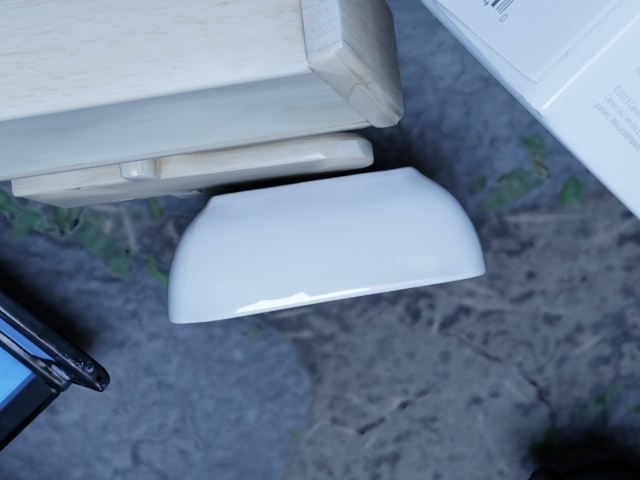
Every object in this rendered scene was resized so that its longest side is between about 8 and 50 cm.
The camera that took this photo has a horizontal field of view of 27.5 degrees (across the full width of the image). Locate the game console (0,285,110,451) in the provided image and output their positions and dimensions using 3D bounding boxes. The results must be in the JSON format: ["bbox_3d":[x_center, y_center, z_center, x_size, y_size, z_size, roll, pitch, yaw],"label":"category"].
[{"bbox_3d":[-0.177,0.053,0.626,0.122,0.107,0.071,41,73,-19],"label":"game console"}]

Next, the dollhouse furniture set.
[{"bbox_3d":[-0.079,-0.207,0.461,0.174,0.303,0.355,-7,84,11],"label":"dollhouse furniture set"}]

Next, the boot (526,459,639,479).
[{"bbox_3d":[0.283,0.143,0.668,0.348,0.131,0.260,32,110,-32],"label":"boot"}]

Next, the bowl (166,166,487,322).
[{"bbox_3d":[0.000,0.000,0.594,0.142,0.142,0.053,-8,91,-1],"label":"bowl"}]

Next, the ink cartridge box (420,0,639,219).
[{"bbox_3d":[0.214,-0.110,0.506,0.272,0.130,0.309,-45,138,10],"label":"ink cartridge box"}]
